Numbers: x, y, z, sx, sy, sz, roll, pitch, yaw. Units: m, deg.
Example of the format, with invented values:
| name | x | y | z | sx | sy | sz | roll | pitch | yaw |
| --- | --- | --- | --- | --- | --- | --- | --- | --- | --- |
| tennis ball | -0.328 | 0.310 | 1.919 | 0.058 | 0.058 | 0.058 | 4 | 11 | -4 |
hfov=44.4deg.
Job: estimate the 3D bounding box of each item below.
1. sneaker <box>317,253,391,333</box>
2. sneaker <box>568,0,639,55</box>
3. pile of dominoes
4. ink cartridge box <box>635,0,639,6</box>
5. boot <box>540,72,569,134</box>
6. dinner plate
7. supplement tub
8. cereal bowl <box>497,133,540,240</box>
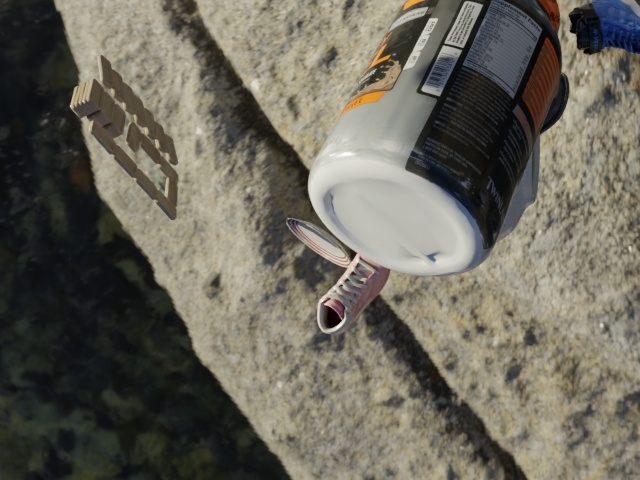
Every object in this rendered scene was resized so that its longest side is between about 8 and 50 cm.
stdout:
| name | x | y | z | sx | sy | sz | roll | pitch | yaw |
| --- | --- | --- | --- | --- | --- | --- | --- | --- | --- |
| sneaker | 0.041 | 0.062 | 0.974 | 0.051 | 0.070 | 0.134 | 35 | 102 | 14 |
| sneaker | 0.340 | -0.230 | 0.896 | 0.085 | 0.152 | 0.058 | -20 | 137 | 0 |
| pile of dominoes | -0.328 | -0.172 | 1.350 | 0.040 | 0.195 | 0.251 | -21 | 135 | 16 |
| ink cartridge box | 0.443 | -0.235 | 0.931 | 0.066 | 0.189 | 0.232 | -35 | 105 | -5 |
| boot | 0.406 | -0.298 | 1.707 | 0.229 | 0.091 | 0.262 | 29 | 94 | -34 |
| dinner plate | 0.000 | 0.000 | 1.392 | 0.141 | 0.141 | 0.017 | 34 | 77 | 3 |
| supplement tub | 0.142 | -0.145 | 0.874 | 0.207 | 0.338 | 0.207 | 21 | 151 | 12 |
| cereal bowl | 0.341 | -0.154 | 1.504 | 0.141 | 0.339 | 0.338 | 2 | 114 | 20 |
